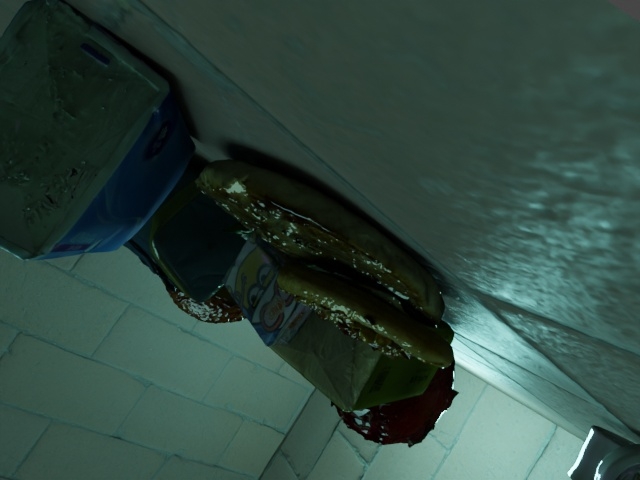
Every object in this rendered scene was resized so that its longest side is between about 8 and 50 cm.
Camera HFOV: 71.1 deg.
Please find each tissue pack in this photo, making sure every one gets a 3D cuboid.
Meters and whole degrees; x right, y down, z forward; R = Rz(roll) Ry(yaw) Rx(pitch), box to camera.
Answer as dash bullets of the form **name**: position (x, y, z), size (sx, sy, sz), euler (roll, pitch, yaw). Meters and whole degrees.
- **tissue pack**: position (0.079, 0.170, 0.791), size (0.200, 0.167, 0.275), euler (31, -173, 35)
- **tissue pack**: position (-0.249, -0.089, 0.481), size (0.146, 0.198, 0.263), euler (35, 173, -8)
- **tissue pack**: position (-0.078, 0.071, 0.707), size (0.065, 0.115, 0.155), euler (8, -147, -49)

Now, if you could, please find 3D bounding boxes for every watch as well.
- **watch**: position (0.552, 0.443, 0.743), size (0.244, 0.196, 0.231), euler (26, 179, 25)

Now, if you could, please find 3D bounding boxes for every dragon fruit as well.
- **dragon fruit**: position (0.165, 0.315, 1.039), size (0.296, 0.301, 0.295), euler (21, 137, 21)

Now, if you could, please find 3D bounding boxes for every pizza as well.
- **pizza**: position (0.047, 0.096, 0.567), size (0.247, 0.058, 0.127), euler (29, 172, 9)

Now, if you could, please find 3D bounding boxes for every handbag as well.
- **handbag**: position (-0.282, -0.040, 0.883), size (0.241, 0.222, 0.263), euler (27, 157, 34)

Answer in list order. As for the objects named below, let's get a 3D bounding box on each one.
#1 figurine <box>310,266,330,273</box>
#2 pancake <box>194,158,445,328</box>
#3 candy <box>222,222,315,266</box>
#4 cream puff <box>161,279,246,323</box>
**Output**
- **figurine**: position (-0.031, 0.061, 0.963), size (0.178, 0.130, 0.109), euler (38, 139, 34)
- **pancake**: position (-0.001, 0.002, 0.583), size (0.356, 0.065, 0.356), euler (27, 172, 4)
- **candy**: position (-0.066, 0.004, 0.843), size (0.141, 0.078, 0.203), euler (14, 163, 29)
- **cream puff**: position (-0.227, 0.070, 1.114), size (0.351, 0.350, 0.228), euler (29, 142, 29)
